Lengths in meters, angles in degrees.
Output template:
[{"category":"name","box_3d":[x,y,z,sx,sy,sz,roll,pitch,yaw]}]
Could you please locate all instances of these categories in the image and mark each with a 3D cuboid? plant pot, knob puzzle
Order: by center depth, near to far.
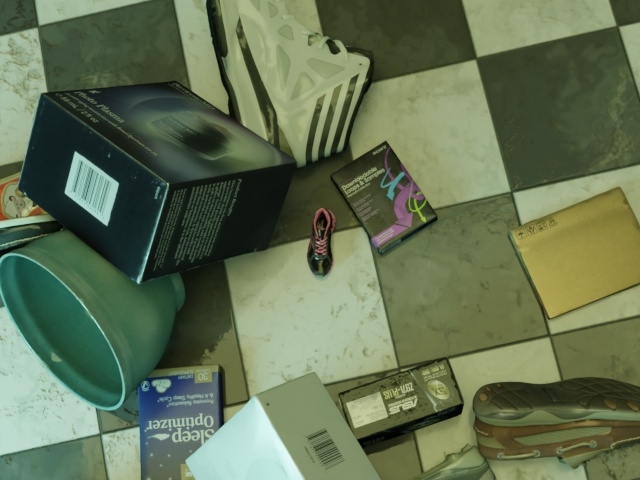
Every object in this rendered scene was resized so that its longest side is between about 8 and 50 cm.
[{"category":"plant pot","box_3d":[-0.340,0.092,1.851,0.293,0.293,0.196,42,56,14]},{"category":"knob puzzle","box_3d":[-0.549,-0.020,2.008,0.213,0.030,0.213,-1,75,5]}]

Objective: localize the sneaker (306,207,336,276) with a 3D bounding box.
[{"category":"sneaker","box_3d":[0.000,0.000,1.940,0.047,0.057,0.119,2,76,4]}]

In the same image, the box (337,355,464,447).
[{"category":"box","box_3d":[0.125,0.255,1.813,0.180,0.147,0.077,-19,74,-1]}]

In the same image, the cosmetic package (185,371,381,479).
[{"category":"cosmetic package","box_3d":[-0.052,0.357,1.750,0.225,0.138,0.224,-45,70,39]}]

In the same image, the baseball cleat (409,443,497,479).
[{"category":"baseball cleat","box_3d":[0.176,0.402,1.809,0.206,0.072,0.109,-31,81,0]}]

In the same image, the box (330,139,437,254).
[{"category":"box","box_3d":[0.105,-0.073,1.965,0.116,0.029,0.162,-32,73,-4]}]

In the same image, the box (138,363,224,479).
[{"category":"box","box_3d":[-0.222,0.317,1.886,0.136,0.036,0.225,-6,76,4]}]

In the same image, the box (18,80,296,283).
[{"category":"box","box_3d":[-0.252,-0.105,1.819,0.296,0.294,0.183,35,118,27]}]

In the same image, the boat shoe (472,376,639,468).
[{"category":"boat shoe","box_3d":[0.391,0.286,1.810,0.324,0.123,0.116,2,109,-3]}]

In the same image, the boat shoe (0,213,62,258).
[{"category":"boat shoe","box_3d":[-0.568,0.039,1.929,0.340,0.127,0.113,-15,88,10]}]

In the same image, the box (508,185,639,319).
[{"category":"box","box_3d":[0.432,0.021,1.914,0.201,0.021,0.164,-22,74,-1]}]

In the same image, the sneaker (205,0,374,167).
[{"category":"sneaker","box_3d":[-0.050,-0.340,2.004,0.257,0.169,0.447,-12,82,-7]}]
